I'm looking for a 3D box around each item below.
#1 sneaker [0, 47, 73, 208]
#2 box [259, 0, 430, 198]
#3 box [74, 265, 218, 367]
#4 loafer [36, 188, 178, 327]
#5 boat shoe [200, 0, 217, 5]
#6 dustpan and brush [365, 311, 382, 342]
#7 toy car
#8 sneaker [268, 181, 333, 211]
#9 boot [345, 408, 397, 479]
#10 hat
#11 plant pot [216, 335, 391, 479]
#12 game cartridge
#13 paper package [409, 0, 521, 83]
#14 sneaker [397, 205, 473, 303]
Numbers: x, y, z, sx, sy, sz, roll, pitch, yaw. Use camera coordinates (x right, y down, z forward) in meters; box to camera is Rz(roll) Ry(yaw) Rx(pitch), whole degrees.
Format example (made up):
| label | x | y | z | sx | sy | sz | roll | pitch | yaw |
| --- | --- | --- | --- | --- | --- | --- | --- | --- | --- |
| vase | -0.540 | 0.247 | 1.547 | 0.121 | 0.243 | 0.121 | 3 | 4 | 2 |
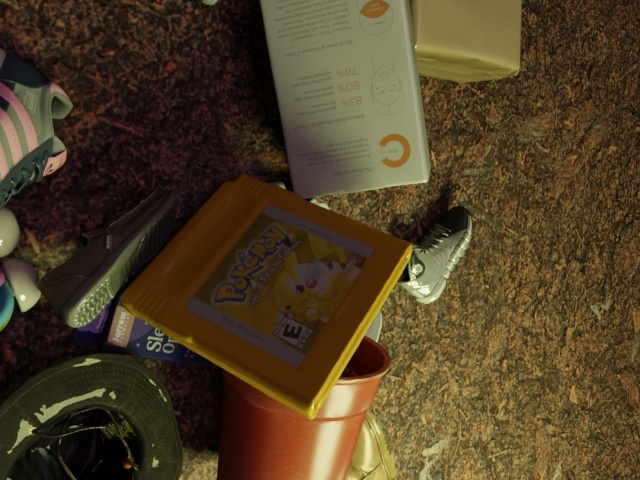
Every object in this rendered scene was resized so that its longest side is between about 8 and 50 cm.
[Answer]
| label | x | y | z | sx | sy | sz | roll | pitch | yaw |
| --- | --- | --- | --- | --- | --- | --- | --- | --- | --- |
| sneaker | -0.365 | -0.094 | 0.639 | 0.131 | 0.112 | 0.319 | 28 | 46 | -41 |
| box | 0.049 | -0.258 | 0.889 | 0.168 | 0.214 | 0.346 | -44 | 126 | -71 |
| box | -0.247 | 0.115 | 0.851 | 0.225 | 0.036 | 0.137 | 18 | 83 | -33 |
| loafer | -0.288 | 0.002 | 0.761 | 0.087 | 0.094 | 0.251 | 30 | 48 | 4 |
| boat shoe | -0.156 | -0.482 | 0.840 | 0.075 | 0.083 | 0.226 | 22 | 81 | -35 |
| dustpan and brush | 0.050 | 0.208 | 1.045 | 0.147 | 0.060 | 0.211 | 26 | 79 | -33 |
| toy car | -0.431 | 0.041 | 0.655 | 0.159 | 0.136 | 0.182 | -22 | 106 | -32 |
| sneaker | 0.000 | 0.000 | 0.973 | 0.297 | 0.111 | 0.129 | 31 | 71 | -33 |
| boot | 0.005 | 0.442 | 1.018 | 0.269 | 0.089 | 0.236 | -31 | 104 | -25 |
| hat | -0.353 | 0.311 | 0.732 | 0.331 | 0.133 | 0.332 | 4 | 84 | -53 |
| plant pot | -0.047 | 0.286 | 0.874 | 0.272 | 0.272 | 0.265 | 5 | 100 | -35 |
| game cartridge | -0.074 | 0.052 | 0.783 | 0.285 | 0.323 | 0.053 | -54 | 157 | -29 |
| paper package | 0.237 | -0.493 | 1.062 | 0.309 | 0.168 | 0.325 | -3 | 96 | -35 |
| sneaker | 0.228 | 0.008 | 1.143 | 0.132 | 0.086 | 0.229 | 32 | 76 | -30 |
